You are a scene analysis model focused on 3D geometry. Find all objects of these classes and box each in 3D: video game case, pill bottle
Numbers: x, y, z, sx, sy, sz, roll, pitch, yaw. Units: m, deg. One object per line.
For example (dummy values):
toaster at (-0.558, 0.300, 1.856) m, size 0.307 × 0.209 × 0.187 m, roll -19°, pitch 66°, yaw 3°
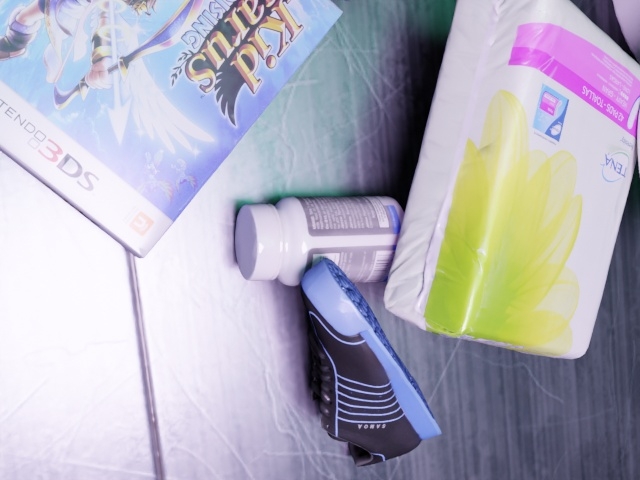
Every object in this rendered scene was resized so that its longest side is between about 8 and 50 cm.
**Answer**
video game case at (-0.154, -0.165, 0.653) m, size 0.244 × 0.061 × 0.269 m, roll 41°, pitch 79°, yaw -21°
pill bottle at (0.000, 0.000, 0.719) m, size 0.137 × 0.078 × 0.078 m, roll -1°, pitch 95°, yaw -22°

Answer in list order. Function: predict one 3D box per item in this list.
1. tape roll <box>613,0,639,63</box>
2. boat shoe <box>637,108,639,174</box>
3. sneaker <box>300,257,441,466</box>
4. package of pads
tape roll at (0.447, -0.288, 0.862) m, size 0.286 × 0.100 × 0.286 m, roll -2°, pitch 95°, yaw -22°
boat shoe at (0.365, -0.153, 0.736) m, size 0.112 × 0.095 × 0.335 m, roll 4°, pitch 95°, yaw -24°
sneaker at (0.025, 0.118, 0.711) m, size 0.090 × 0.081 × 0.232 m, roll -29°, pitch 124°, yaw 4°
package of pads at (0.186, -0.050, 0.740) m, size 0.229 × 0.101 × 0.297 m, roll 18°, pitch 87°, yaw -46°
